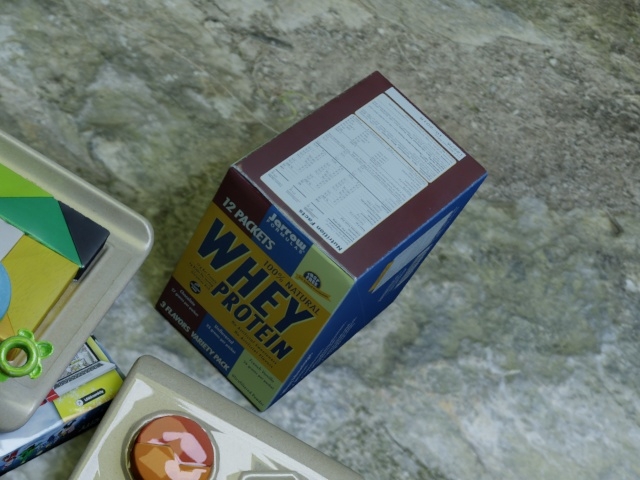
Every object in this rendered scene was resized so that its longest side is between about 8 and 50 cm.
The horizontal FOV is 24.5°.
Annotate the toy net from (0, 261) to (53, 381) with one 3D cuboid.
[{"bbox_3d":[-0.312,0.095,1.034,0.232,0.045,0.122,-28,84,-18],"label":"toy net"}]

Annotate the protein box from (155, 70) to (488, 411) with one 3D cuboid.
[{"bbox_3d":[0.000,0.000,1.249,0.136,0.200,0.201,44,47,10],"label":"protein box"}]

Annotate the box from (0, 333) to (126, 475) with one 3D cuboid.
[{"bbox_3d":[-0.281,0.108,1.119,0.233,0.044,0.159,-26,68,-40],"label":"box"}]

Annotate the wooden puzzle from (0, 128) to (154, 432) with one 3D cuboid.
[{"bbox_3d":[-0.268,0.008,1.145,0.221,0.044,0.238,32,46,-1],"label":"wooden puzzle"}]

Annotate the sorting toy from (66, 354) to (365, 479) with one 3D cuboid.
[{"bbox_3d":[-0.050,0.244,1.106,0.307,0.041,0.229,30,58,-5],"label":"sorting toy"}]
